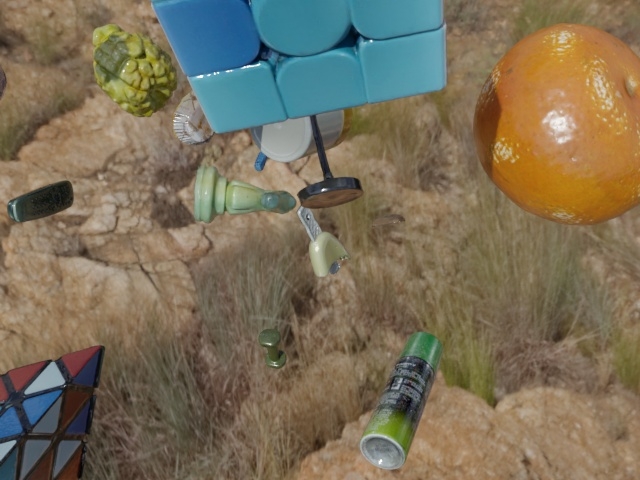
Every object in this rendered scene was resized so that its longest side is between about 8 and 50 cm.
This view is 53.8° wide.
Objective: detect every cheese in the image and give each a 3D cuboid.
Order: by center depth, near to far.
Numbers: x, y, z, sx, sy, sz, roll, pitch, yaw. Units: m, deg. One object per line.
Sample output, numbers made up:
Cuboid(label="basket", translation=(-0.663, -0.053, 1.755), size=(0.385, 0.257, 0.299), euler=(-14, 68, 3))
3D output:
Cuboid(label="cheese", translation=(-0.001, 0.000, 1.672), size=(0.050, 0.235, 0.127), euler=(3, 42, 39))

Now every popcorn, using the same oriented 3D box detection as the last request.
Cuboid(label="popcorn", translation=(-0.469, -0.427, 1.589), size=(0.217, 0.235, 0.181), euler=(43, 88, 13))

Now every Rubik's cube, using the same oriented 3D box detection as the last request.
Cuboid(label="Rubik's cube", translation=(-0.030, -0.337, 0.702), size=(0.292, 0.290, 0.291), euler=(-9, 57, 5))
Cuboid(label="Rubik's cube", translation=(-0.475, 0.252, 1.087), size=(0.250, 0.284, 0.234), euler=(37, 81, 23))

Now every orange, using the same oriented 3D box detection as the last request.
Cuboid(label="orange", translation=(0.515, -0.233, 1.327), size=(0.424, 0.326, 0.423), euler=(13, 66, -30))

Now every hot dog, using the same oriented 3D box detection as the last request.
Cuboid(label="hot dog", translation=(-0.290, -0.355, 1.617), size=(0.069, 0.131, 0.252), euler=(12, 69, 37))

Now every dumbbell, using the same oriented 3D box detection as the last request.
Cuboid(label="dumbbell", translation=(-0.108, 0.247, 1.434), size=(0.052, 0.118, 0.046), euler=(4, 52, 10))

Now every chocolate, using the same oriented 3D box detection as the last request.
Cuboid(label="chocolate", translation=(0.214, -0.065, 1.992), size=(0.101, 0.031, 0.065), euler=(-9, 5, 34))

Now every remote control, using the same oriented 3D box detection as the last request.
Cuboid(label="remote control", translation=(-0.658, -0.093, 1.499), size=(0.042, 0.072, 0.222), euler=(4, 17, 13))

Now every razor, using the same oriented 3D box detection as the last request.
Cuboid(label="razor", translation=(-0.178, -0.329, 2.146), size=(0.082, 0.042, 0.253), euler=(-18, 40, 32))

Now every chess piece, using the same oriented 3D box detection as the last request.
Cuboid(label="chess piece", translation=(-0.218, -0.123, 1.860), size=(0.298, 0.175, 0.175), euler=(5, 50, -7))

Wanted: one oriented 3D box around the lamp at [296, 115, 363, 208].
Cuboid(label="lamp", translation=(-0.012, -0.207, 1.125), size=(0.130, 0.108, 0.371), euler=(-9, 58, -11))

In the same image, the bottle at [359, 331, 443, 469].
Cuboid(label="bottle", translation=(0.176, 0.315, 1.299), size=(0.093, 0.093, 0.330), euler=(22, 35, 12))

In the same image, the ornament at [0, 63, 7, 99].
Cuboid(label="ornament", translation=(-0.465, -0.195, 0.735), size=(0.178, 0.177, 0.177), euler=(3, 50, -4))

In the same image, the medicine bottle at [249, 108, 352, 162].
Cuboid(label="medicine bottle", translation=(-0.059, -0.369, 1.889), size=(0.238, 0.237, 0.232), euler=(34, 34, 21))
